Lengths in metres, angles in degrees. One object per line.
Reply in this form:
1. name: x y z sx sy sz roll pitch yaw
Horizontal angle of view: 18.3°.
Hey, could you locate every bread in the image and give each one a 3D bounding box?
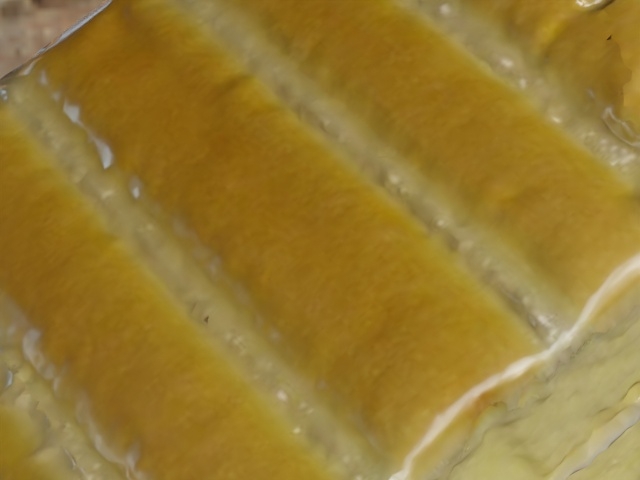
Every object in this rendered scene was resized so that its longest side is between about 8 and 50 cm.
1. bread: 0.000 0.000 0.592 0.239 0.111 0.246 -41 47 -6
